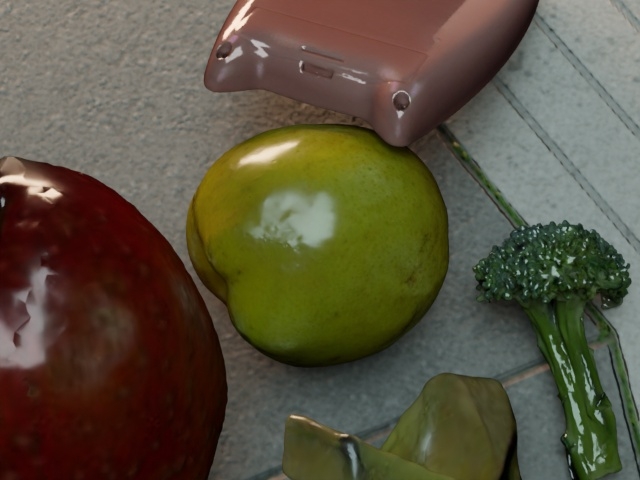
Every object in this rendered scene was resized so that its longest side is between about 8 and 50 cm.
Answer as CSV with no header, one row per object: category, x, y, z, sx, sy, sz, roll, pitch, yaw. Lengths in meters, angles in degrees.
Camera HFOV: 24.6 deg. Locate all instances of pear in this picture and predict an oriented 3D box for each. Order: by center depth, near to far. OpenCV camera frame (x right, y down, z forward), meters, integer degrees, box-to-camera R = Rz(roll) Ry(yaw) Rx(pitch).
pear,0.000,0.000,1.104,0.200,0.200,0.200,-1,69,2

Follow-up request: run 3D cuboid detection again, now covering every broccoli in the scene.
broccoli,0.192,0.082,1.123,0.118,0.122,0.204,-15,83,12

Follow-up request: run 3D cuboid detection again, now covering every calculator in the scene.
calculator,0.054,-0.193,1.177,0.220,0.048,0.330,17,39,18

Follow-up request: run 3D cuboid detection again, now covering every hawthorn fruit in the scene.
hawthorn fruit,-0.211,0.069,0.990,0.284,0.369,0.285,-5,43,5

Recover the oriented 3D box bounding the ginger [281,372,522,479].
ginger,0.076,0.311,0.974,0.358,0.211,0.413,-22,71,-4
